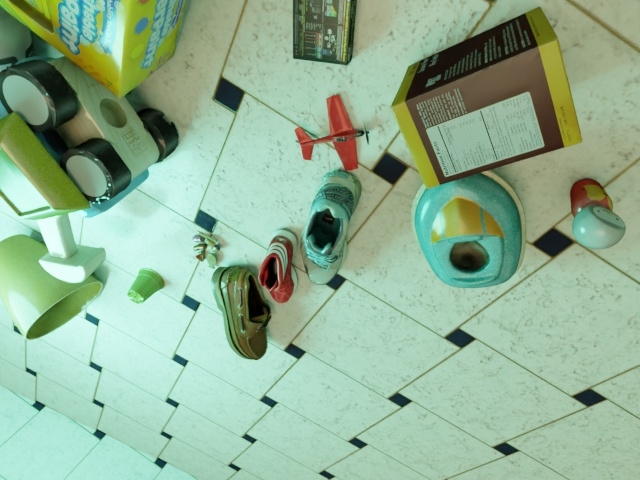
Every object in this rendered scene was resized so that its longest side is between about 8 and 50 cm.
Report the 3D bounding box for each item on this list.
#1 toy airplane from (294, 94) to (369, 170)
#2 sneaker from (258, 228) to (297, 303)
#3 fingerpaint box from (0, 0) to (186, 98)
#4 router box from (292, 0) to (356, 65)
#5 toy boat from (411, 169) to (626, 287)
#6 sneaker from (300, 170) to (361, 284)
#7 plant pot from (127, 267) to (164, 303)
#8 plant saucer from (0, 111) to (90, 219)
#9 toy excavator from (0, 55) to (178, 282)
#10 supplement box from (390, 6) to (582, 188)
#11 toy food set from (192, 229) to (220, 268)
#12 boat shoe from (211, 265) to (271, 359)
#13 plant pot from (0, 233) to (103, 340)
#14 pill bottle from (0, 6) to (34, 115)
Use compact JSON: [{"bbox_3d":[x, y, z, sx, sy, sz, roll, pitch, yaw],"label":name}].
[{"bbox_3d":[0.016,-0.189,0.789,0.151,0.028,0.151,10,131,12],"label":"toy airplane"},{"bbox_3d":[-0.109,0.092,0.993,0.087,0.128,0.221,11,130,13],"label":"sneaker"},{"bbox_3d":[-0.343,-0.467,0.541,0.371,0.163,0.445,38,147,-11],"label":"fingerpaint box"},{"bbox_3d":[0.006,-0.341,0.665,0.092,0.038,0.122,13,131,12],"label":"router box"},{"bbox_3d":[0.313,-0.025,0.727,0.319,0.148,0.267,-11,122,28],"label":"toy boat"},{"bbox_3d":[0.000,0.000,0.883,0.110,0.122,0.282,16,131,8],"label":"sneaker"},{"bbox_3d":[-0.496,0.134,1.207,0.084,0.079,0.083,11,131,13],"label":"plant pot"},{"bbox_3d":[-0.531,-0.111,0.762,0.188,0.045,0.188,-6,125,33],"label":"plant saucer"},{"bbox_3d":[-0.520,-0.129,0.903,0.446,0.222,0.432,-13,120,27],"label":"toy excavator"},{"bbox_3d":[0.223,-0.196,0.595,0.194,0.191,0.129,-15,120,29],"label":"supplement box"},{"bbox_3d":[-0.287,0.018,1.078,0.078,0.019,0.122,27,139,-1],"label":"toy food set"},{"bbox_3d":[-0.186,0.204,1.123,0.105,0.110,0.307,0,127,22],"label":"boat shoe"},{"bbox_3d":[-0.814,0.112,1.234,0.254,0.237,0.237,46,130,1],"label":"plant pot"},{"bbox_3d":[-0.661,-0.332,0.814,0.210,0.210,0.362,25,131,1],"label":"pill bottle"}]
